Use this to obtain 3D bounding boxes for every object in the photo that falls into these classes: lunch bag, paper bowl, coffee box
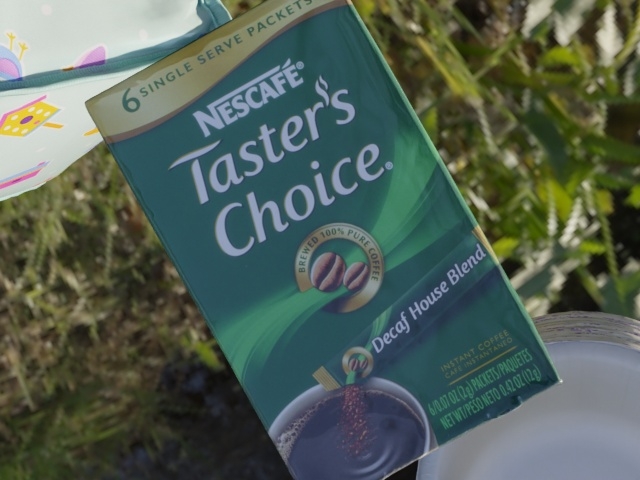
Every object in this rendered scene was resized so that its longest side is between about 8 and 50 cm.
[{"bbox_3d":[-0.209,-0.079,0.645,0.262,0.160,0.223,-25,178,-42],"label":"lunch bag"},{"bbox_3d":[0.221,0.213,1.183,0.284,0.284,0.148,-46,-179,19],"label":"paper bowl"},{"bbox_3d":[0.000,0.000,0.542,0.113,0.184,0.040,-28,180,0],"label":"coffee box"}]
